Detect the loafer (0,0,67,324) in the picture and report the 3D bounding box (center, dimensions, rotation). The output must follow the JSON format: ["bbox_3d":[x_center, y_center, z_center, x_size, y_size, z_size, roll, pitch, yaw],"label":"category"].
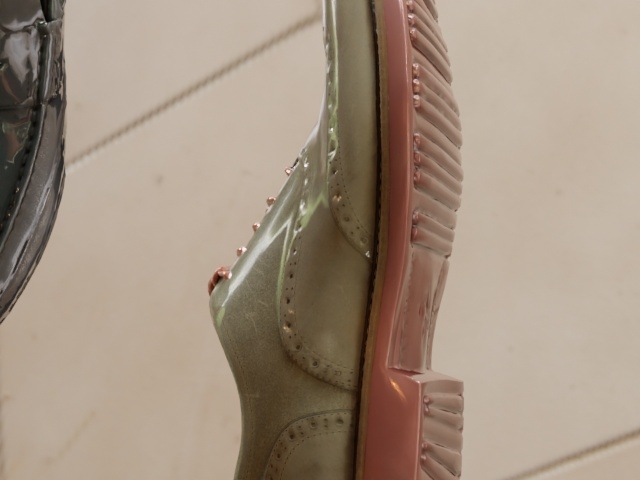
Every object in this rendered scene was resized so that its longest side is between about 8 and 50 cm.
[{"bbox_3d":[-0.131,-0.075,0.643,0.076,0.078,0.223,4,77,8],"label":"loafer"}]

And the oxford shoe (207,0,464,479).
[{"bbox_3d":[0.000,0.000,0.875,0.130,0.123,0.348,-2,77,18],"label":"oxford shoe"}]
